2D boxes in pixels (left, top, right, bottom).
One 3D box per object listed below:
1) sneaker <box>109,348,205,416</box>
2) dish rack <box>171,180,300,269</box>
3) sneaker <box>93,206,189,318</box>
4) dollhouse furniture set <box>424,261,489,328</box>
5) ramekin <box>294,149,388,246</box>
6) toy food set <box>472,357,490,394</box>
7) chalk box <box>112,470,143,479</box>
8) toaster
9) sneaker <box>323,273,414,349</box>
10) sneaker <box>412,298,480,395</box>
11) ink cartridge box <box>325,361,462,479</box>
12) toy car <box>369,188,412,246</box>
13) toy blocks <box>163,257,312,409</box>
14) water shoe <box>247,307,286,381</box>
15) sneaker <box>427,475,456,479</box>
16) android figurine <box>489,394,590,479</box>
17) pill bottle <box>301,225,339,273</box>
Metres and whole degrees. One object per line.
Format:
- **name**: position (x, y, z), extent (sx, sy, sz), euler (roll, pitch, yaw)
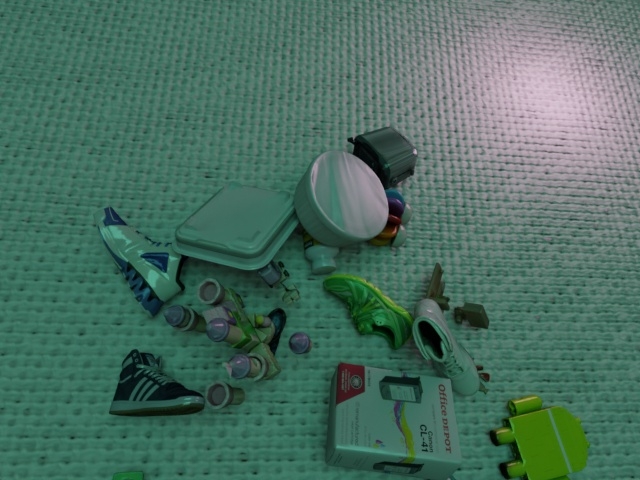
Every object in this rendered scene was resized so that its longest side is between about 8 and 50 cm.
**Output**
- **sneaker**: position (-0.390, 0.340, 1.128), extent (0.282, 0.099, 0.153), euler (-13, 59, 27)
- **dish rack**: position (-0.217, -0.062, 1.277), extent (0.285, 0.073, 0.333), euler (13, 39, 16)
- **sneaker**: position (-0.470, 0.038, 1.288), extent (0.182, 0.127, 0.316), euler (-31, 83, -22)
- **dollhouse furniture set**: position (0.409, 0.159, 1.353), extent (0.151, 0.144, 0.123), euler (6, 61, 34)
- **ramekin**: position (0.048, -0.106, 1.308), extent (0.272, 0.127, 0.273), euler (17, 60, -31)
- **toy food set**: position (0.435, 0.376, 1.336), extent (0.122, 0.019, 0.078), euler (29, 67, 3)
- **chalk box**: position (-0.438, 0.631, 1.033), extent (0.132, 0.132, 0.213), euler (3, 67, -14)
- **toaster**: position (0.203, -0.272, 1.497), extent (0.146, 0.129, 0.227), euler (-24, 56, -21)
- **sneaker**: position (0.129, 0.197, 1.313), extent (0.295, 0.109, 0.124), euler (34, 63, 5)
- **sneaker**: position (0.326, 0.311, 1.238), extent (0.108, 0.169, 0.293), euler (-31, 90, 20)
- **ink cartridge box**: position (0.176, 0.452, 1.176), extent (0.305, 0.131, 0.226), euler (8, 47, -4)
- **toy car**: position (0.200, -0.078, 1.419), extent (0.159, 0.136, 0.182), euler (19, 67, 0)
- **toy blocks**: position (-0.202, 0.200, 1.115), extent (0.308, 0.260, 0.289), euler (-35, 64, 2)
- **water shoe**: position (-0.149, 0.275, 1.254), extent (0.072, 0.080, 0.203), euler (18, 67, -1)
- **sneaker**: position (0.386, 0.685, 1.178), extent (0.275, 0.107, 0.110), euler (44, 39, 14)
- **android figurine**: position (0.605, 0.551, 1.272), extent (0.272, 0.056, 0.249), euler (-10, 70, -12)
- **pill bottle**: position (0.000, 0.000, 1.375), extent (0.103, 0.103, 0.184), euler (-4, 68, -10)
